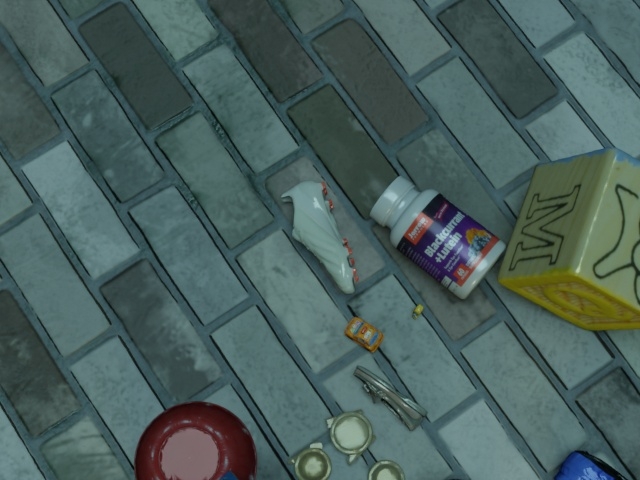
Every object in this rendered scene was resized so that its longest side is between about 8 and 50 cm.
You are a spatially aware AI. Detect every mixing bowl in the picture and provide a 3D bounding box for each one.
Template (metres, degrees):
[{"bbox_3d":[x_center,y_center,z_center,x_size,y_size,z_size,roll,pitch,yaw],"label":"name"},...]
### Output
[{"bbox_3d":[-0.182,0.314,1.592,0.181,0.098,0.181,0,74,-1],"label":"mixing bowl"}]

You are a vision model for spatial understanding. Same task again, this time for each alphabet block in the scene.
[{"bbox_3d":[0.404,0.004,1.608,0.192,0.193,0.197,28,74,-19],"label":"alphabet block"}]

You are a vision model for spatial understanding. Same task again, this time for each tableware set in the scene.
[{"bbox_3d":[0.041,0.341,1.628,0.141,0.020,0.169,-33,79,-7],"label":"tableware set"}]

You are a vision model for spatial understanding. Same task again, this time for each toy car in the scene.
[{"bbox_3d":[0.096,0.117,1.679,0.122,0.040,0.060,-37,78,-10],"label":"toy car"}]

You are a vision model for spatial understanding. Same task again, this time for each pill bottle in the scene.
[{"bbox_3d":[0.173,-0.009,1.679,0.193,0.108,0.108,38,78,9],"label":"pill bottle"}]

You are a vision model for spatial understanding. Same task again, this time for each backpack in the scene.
[{"bbox_3d":[0.389,0.363,1.587,0.120,0.098,0.101,41,82,9],"label":"backpack"}]

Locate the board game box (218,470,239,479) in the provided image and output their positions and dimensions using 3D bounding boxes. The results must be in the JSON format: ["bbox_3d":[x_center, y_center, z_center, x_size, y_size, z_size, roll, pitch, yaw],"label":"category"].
[{"bbox_3d":[-0.025,0.453,1.411,0.086,0.302,0.308,-42,98,-12],"label":"board game box"}]

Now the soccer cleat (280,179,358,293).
[{"bbox_3d":[0.000,0.000,1.700,0.076,0.068,0.196,-21,69,-1],"label":"soccer cleat"}]

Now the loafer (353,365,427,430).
[{"bbox_3d":[0.098,0.234,1.647,0.125,0.045,0.039,34,84,5],"label":"loafer"}]

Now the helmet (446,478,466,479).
[{"bbox_3d":[0.177,0.429,1.534,0.161,0.169,0.169,-37,78,-26],"label":"helmet"}]
